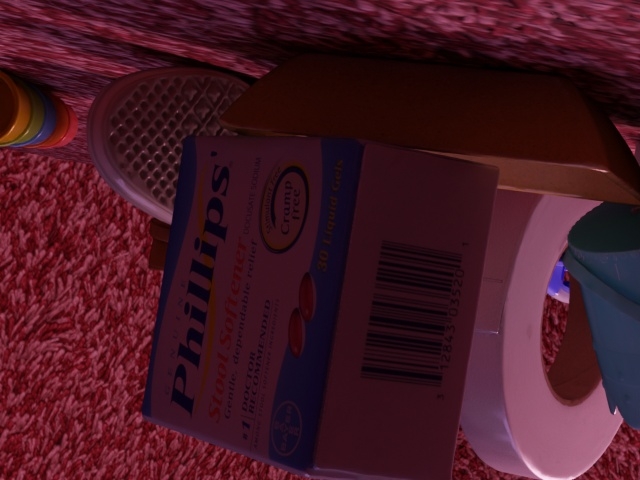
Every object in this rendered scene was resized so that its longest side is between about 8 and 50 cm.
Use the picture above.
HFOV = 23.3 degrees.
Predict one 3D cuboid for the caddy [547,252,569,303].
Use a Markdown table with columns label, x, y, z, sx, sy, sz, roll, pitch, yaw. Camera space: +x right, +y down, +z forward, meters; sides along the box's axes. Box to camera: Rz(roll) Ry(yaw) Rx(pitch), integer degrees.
| label | x | y | z | sx | sy | sz | roll | pitch | yaw |
| --- | --- | --- | --- | --- | --- | --- | --- | --- | --- |
| caddy | 0.365 | 0.001 | 2.200 | 0.241 | 0.179 | 0.341 | 8 | 179 | 42 |

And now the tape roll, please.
| label | x | y | z | sx | sy | sz | roll | pitch | yaw |
| --- | --- | --- | --- | --- | --- | --- | --- | --- | --- |
| tape roll | 0.272 | 0.083 | 1.788 | 0.072 | 0.392 | 0.392 | 8 | 179 | 36 |

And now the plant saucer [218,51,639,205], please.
| label | x | y | z | sx | sy | sz | roll | pitch | yaw |
| --- | --- | --- | --- | --- | --- | --- | --- | --- | --- |
| plant saucer | 0.121 | -0.101 | 1.391 | 0.332 | 0.081 | 0.332 | 8 | 178 | 19 |

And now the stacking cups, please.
| label | x | y | z | sx | sy | sz | roll | pitch | yaw |
| --- | --- | --- | --- | --- | --- | --- | --- | --- | --- |
| stacking cups | -0.375 | -0.153 | 1.975 | 0.096 | 0.096 | 0.316 | 8 | 179 | 8 |

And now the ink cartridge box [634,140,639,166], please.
| label | x | y | z | sx | sy | sz | roll | pitch | yaw |
| --- | --- | --- | --- | --- | --- | --- | --- | --- | --- |
| ink cartridge box | 0.427 | -0.054 | 1.648 | 0.175 | 0.072 | 0.127 | 8 | 178 | 22 |

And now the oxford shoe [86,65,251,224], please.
| label | x | y | z | sx | sy | sz | roll | pitch | yaw |
| --- | --- | --- | --- | --- | --- | --- | --- | --- | --- |
| oxford shoe | -0.095 | -0.089 | 1.626 | 0.130 | 0.169 | 0.449 | 9 | -175 | 35 |

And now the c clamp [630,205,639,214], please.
| label | x | y | z | sx | sy | sz | roll | pitch | yaw |
| --- | --- | --- | --- | --- | --- | --- | --- | --- | --- |
| c clamp | 0.378 | -0.065 | 1.395 | 0.160 | 0.022 | 0.137 | -17 | 178 | -34 |

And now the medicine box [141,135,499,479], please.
| label | x | y | z | sx | sy | sz | roll | pitch | yaw |
| --- | --- | --- | --- | --- | --- | --- | --- | --- | --- |
| medicine box | -0.009 | 0.051 | 1.315 | 0.149 | 0.264 | 0.289 | 10 | 178 | -34 |

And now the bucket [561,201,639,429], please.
| label | x | y | z | sx | sy | sz | roll | pitch | yaw |
| --- | --- | --- | --- | --- | --- | --- | --- | --- | --- |
| bucket | 0.374 | 0.044 | 1.481 | 0.281 | 0.183 | 0.281 | -20 | -168 | 4 |

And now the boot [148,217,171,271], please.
| label | x | y | z | sx | sy | sz | roll | pitch | yaw |
| --- | --- | --- | --- | --- | --- | --- | --- | --- | --- |
| boot | -0.087 | -0.045 | 2.051 | 0.283 | 0.220 | 0.109 | 9 | 180 | -22 |
